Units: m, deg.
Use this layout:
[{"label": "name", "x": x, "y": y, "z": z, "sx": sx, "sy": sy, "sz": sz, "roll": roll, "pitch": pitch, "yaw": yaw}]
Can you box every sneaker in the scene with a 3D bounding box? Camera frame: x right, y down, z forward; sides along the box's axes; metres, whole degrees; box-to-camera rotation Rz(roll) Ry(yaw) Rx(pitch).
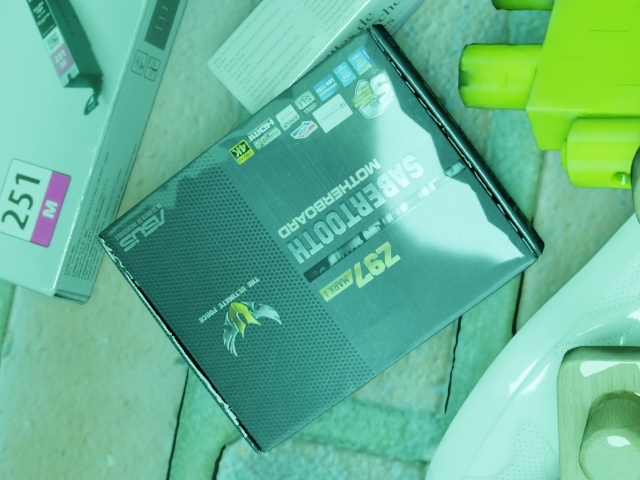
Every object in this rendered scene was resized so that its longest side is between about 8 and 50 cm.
[{"label": "sneaker", "x": 0.204, "y": 0.097, "z": 0.941, "sx": 0.292, "sy": 0.108, "sz": 0.169, "roll": -49, "pitch": 64, "yaw": 7}]

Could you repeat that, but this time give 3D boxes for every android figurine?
[{"label": "android figurine", "x": 0.225, "y": -0.130, "z": 0.962, "sx": 0.273, "sy": 0.056, "sz": 0.248, "roll": 5, "pitch": 57, "yaw": 26}]

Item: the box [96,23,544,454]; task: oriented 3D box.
[{"label": "box", "x": 0.000, "y": 0.000, "z": 1.039, "sx": 0.233, "sy": 0.059, "sz": 0.183, "roll": -36, "pitch": 92, "yaw": 14}]

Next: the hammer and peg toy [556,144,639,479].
[{"label": "hammer and peg toy", "x": 0.257, "y": 0.127, "z": 0.823, "sx": 0.266, "sy": 0.127, "sz": 0.361, "roll": 1, "pitch": 107, "yaw": 15}]

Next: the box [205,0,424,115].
[{"label": "box", "x": 0.060, "y": -0.209, "z": 1.077, "sx": 0.324, "sy": 0.063, "sz": 0.067, "roll": -48, "pitch": 66, "yaw": 9}]

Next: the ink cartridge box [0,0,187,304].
[{"label": "ink cartridge box", "x": -0.239, "y": -0.117, "z": 1.191, "sx": 0.239, "sy": 0.060, "sz": 0.275, "roll": 17, "pitch": 88, "yaw": 23}]
